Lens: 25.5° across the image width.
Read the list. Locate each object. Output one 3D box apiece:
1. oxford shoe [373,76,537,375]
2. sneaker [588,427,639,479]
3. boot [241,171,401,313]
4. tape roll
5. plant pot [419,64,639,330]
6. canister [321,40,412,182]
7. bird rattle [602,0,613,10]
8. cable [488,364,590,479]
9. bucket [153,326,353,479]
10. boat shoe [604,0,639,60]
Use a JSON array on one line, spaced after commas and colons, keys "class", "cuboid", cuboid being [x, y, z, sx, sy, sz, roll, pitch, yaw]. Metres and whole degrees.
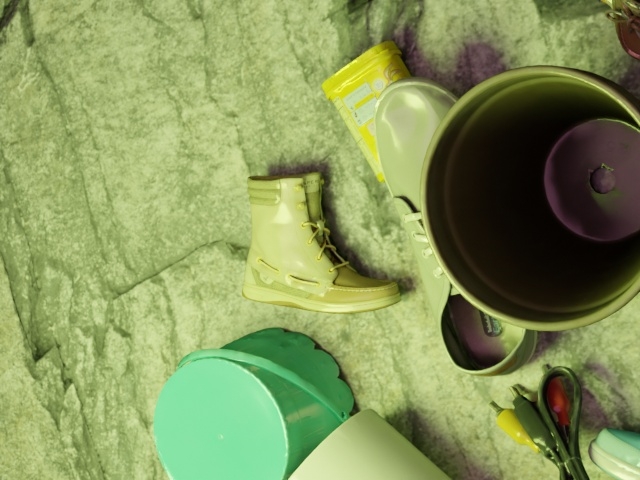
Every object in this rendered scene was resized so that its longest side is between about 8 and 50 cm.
[{"class": "oxford shoe", "cuboid": [0.189, -0.011, 1.953, 0.169, 0.130, 0.449, -15, 99, 23]}, {"class": "sneaker", "cuboid": [0.522, 0.250, 1.864, 0.319, 0.127, 0.208, 15, 94, 30]}, {"class": "boot", "cuboid": [0.000, 0.000, 2.117, 0.262, 0.095, 0.203, 6, 99, 32]}, {"class": "tape roll", "cuboid": [0.056, 0.389, 2.054, 0.169, 0.246, 0.246, 41, 113, 18]}, {"class": "plant pot", "cuboid": [0.329, -0.064, 1.823, 0.323, 0.280, 0.323, 4, 98, 28]}, {"class": "canister", "cuboid": [0.095, -0.184, 2.049, 0.126, 0.073, 0.170, -33, 83, 26]}, {"class": "bird rattle", "cuboid": [0.475, -0.342, 1.824, 0.253, 0.143, 0.207, 37, 125, 5]}, {"class": "cable", "cuboid": [0.339, 0.289, 1.934, 0.139, 0.072, 0.287, -39, 53, 15]}, {"class": "bucket", "cuboid": [-0.107, 0.277, 2.159, 0.281, 0.183, 0.281, 4, 99, 28]}, {"class": "boat shoe", "cuboid": [0.399, -0.324, 1.729, 0.105, 0.089, 0.285, 17, 141, 23]}]
